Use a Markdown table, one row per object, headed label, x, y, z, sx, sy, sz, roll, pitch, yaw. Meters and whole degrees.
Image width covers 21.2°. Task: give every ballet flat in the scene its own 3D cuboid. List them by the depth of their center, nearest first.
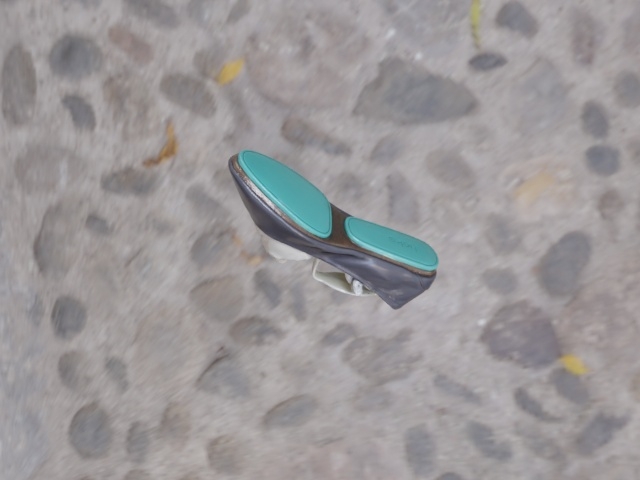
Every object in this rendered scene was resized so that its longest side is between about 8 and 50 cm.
| label | x | y | z | sx | sy | sz | roll | pitch | yaw |
| --- | --- | --- | --- | --- | --- | --- | --- | --- | --- |
| ballet flat | 0.000 | 0.000 | 1.389 | 0.203 | 0.074 | 0.074 | 27 | 77 | -20 |
